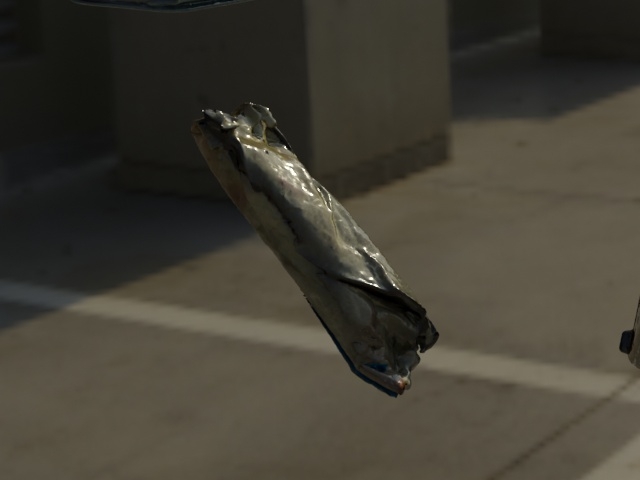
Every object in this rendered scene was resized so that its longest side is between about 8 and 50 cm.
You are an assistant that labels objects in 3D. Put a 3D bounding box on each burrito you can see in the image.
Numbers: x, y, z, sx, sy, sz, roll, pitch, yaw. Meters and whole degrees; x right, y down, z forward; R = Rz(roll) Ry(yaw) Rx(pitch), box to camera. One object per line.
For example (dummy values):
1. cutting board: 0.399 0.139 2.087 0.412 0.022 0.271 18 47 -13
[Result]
1. burrito: -0.001 0.001 0.889 0.051 0.171 0.042 -34 -9 -49

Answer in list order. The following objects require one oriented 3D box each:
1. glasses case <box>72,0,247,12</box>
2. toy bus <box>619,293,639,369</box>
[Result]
1. glasses case: -0.047 -0.180 1.133 0.105 0.056 0.266 35 30 23
2. toy bus: 0.216 0.019 0.938 0.091 0.103 0.182 12 -17 8
